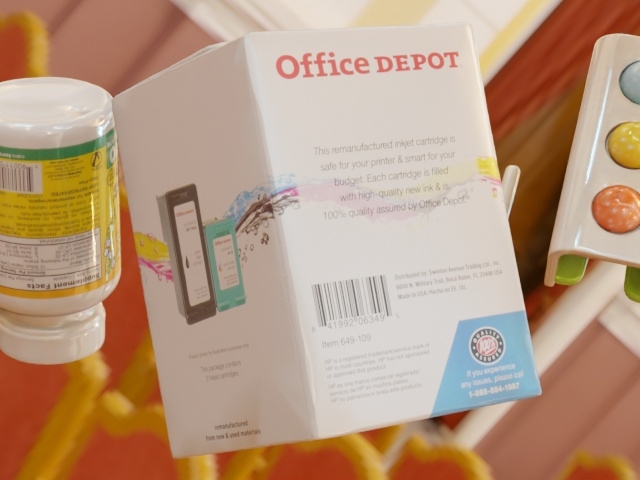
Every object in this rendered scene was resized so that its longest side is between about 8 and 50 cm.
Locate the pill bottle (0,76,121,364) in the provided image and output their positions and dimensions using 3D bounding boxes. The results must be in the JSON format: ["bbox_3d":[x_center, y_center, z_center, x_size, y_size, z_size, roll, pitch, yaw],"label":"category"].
[{"bbox_3d":[-0.215,-0.013,1.503,0.117,0.208,0.117,1,24,0],"label":"pill bottle"}]

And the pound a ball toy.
[{"bbox_3d":[0.283,-0.067,2.032,0.208,0.319,0.136,13,-27,7],"label":"pound a ball toy"}]

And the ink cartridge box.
[{"bbox_3d":[0.000,0.000,1.351,0.198,0.270,0.197,-7,-5,-34],"label":"ink cartridge box"}]
